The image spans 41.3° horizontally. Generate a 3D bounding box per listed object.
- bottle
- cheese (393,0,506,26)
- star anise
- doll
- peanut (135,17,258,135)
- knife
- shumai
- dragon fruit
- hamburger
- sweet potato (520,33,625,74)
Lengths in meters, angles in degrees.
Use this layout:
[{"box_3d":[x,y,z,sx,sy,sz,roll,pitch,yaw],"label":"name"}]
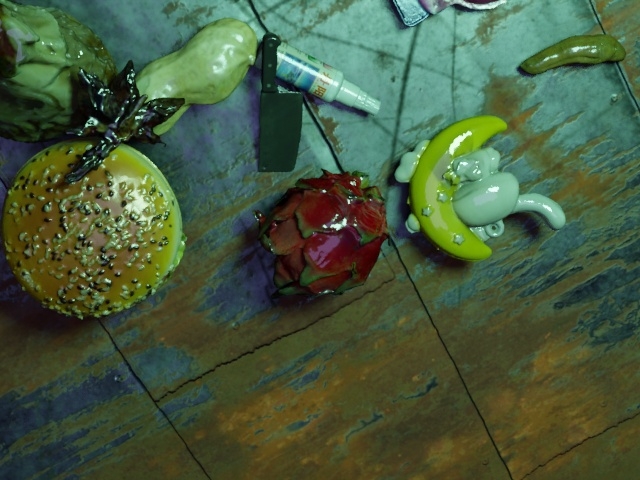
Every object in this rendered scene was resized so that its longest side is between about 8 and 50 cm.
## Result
[{"box_3d":[-0.001,-0.262,1.379,0.217,0.060,0.060,23,102,-12],"label":"bottle"},{"box_3d":[0.228,-0.430,1.355,0.244,0.062,0.155,-30,105,4],"label":"cheese"},{"box_3d":[-0.302,-0.190,1.245,0.212,0.053,0.157,-26,115,-23],"label":"star anise"},{"box_3d":[0.256,-0.081,1.434,0.252,0.111,0.237,-24,91,2],"label":"doll"},{"box_3d":[-0.211,-0.252,1.334,0.263,0.117,0.101,-30,139,5],"label":"peanut"},{"box_3d":[-0.064,-0.217,1.372,0.072,0.019,0.245,-1,126,-7],"label":"knife"},{"box_3d":[-0.466,-0.242,1.219,0.345,0.283,0.217,12,101,-14],"label":"shumai"},{"box_3d":[0.000,0.000,1.396,0.192,0.193,0.274,29,103,-40],"label":"dragon fruit"},{"box_3d":[-0.357,-0.017,1.350,0.300,0.176,0.300,-1,105,-4],"label":"hamburger"},{"box_3d":[0.422,-0.313,1.414,0.182,0.054,0.053,-9,97,-1],"label":"sweet potato"}]
